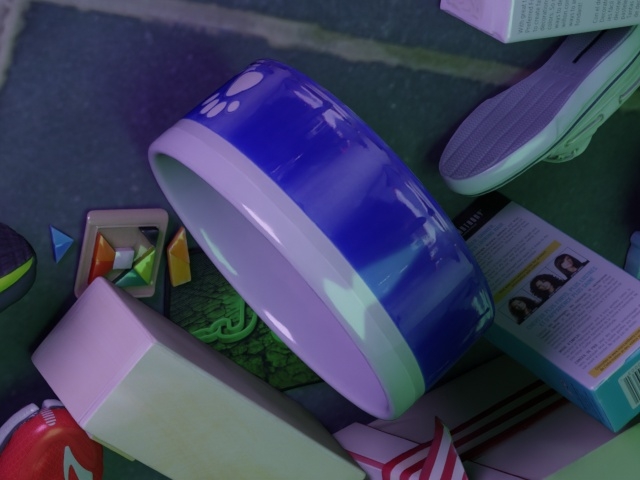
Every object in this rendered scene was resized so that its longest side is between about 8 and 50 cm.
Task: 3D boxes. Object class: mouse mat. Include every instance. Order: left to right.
[{"bbox_3d":[-0.044,0.062,1.502,0.190,0.007,0.152,-13,120,-30],"label":"mouse mat"}]

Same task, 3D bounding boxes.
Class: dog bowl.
[{"bbox_3d":[0.000,0.000,1.328,0.104,0.265,0.265,-42,130,-11],"label":"dog bowl"}]

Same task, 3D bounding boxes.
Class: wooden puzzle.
[{"bbox_3d":[-0.149,0.011,1.393,0.116,0.014,0.078,-9,118,-27],"label":"wooden puzzle"}]

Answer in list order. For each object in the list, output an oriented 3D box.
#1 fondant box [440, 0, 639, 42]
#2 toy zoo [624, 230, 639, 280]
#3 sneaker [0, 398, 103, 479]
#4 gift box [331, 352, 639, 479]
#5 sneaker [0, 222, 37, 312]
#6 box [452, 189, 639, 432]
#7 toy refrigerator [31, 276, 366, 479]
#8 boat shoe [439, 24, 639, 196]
[{"bbox_3d":[0.265,-0.299,1.465,0.330,0.096,0.238,-12,120,-31],"label":"fondant box"},{"bbox_3d":[0.384,0.065,1.781,0.192,0.030,0.293,-53,131,0],"label":"toy zoo"},{"bbox_3d":[-0.205,0.255,1.417,0.107,0.118,0.279,-5,116,-33],"label":"sneaker"},{"bbox_3d":[0.144,0.238,1.555,0.258,0.255,0.276,-25,107,-33],"label":"gift box"},{"bbox_3d":[-0.324,0.091,1.274,0.300,0.111,0.121,-33,139,-9],"label":"sneaker"},{"bbox_3d":[0.187,0.052,1.497,0.100,0.244,0.060,-40,130,-11],"label":"box"},{"bbox_3d":[-0.093,0.142,1.437,0.094,0.102,0.269,-49,133,3],"label":"toy refrigerator"},{"bbox_3d":[0.199,-0.100,1.532,0.226,0.083,0.076,-40,129,-12],"label":"boat shoe"}]
